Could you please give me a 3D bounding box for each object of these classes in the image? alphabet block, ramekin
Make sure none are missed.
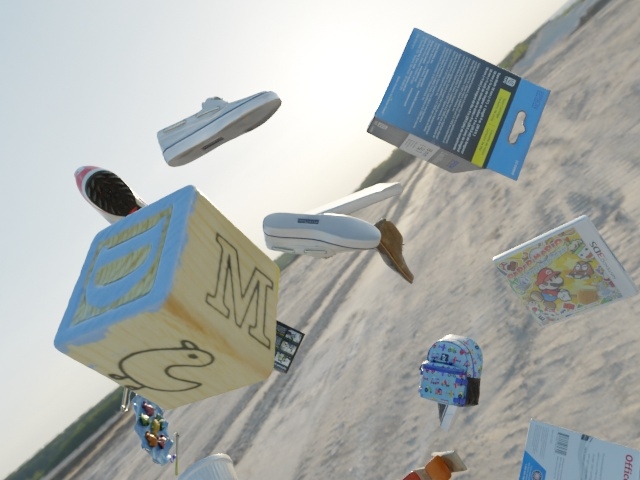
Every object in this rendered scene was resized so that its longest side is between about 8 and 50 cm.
[{"bbox_3d":[-0.187,0.080,0.696,0.192,0.197,0.194,-22,43,24],"label":"alphabet block"},{"bbox_3d":[-0.370,0.824,1.750,0.207,0.109,0.207,-24,-42,-23],"label":"ramekin"}]

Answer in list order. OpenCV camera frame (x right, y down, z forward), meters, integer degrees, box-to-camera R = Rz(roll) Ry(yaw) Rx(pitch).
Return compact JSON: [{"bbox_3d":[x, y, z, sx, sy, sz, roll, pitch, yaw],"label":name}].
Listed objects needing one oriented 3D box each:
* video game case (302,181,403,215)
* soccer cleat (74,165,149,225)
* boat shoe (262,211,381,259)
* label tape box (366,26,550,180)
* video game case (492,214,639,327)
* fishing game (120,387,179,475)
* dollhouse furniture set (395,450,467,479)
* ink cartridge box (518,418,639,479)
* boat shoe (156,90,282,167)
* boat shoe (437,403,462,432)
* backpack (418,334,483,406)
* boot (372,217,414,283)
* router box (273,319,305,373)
[{"bbox_3d":[0.066,-0.105,1.611,0.328,0.036,0.300,-22,7,-2],"label":"video game case"},{"bbox_3d":[-0.464,-0.062,1.276,0.116,0.318,0.109,26,69,41],"label":"soccer cleat"},{"bbox_3d":[0.000,0.000,1.181,0.096,0.267,0.088,-80,-8,-55],"label":"boat shoe"},{"bbox_3d":[0.302,-0.286,1.172,0.106,0.333,0.241,119,176,-77],"label":"label tape box"},{"bbox_3d":[0.537,0.077,1.168,0.227,0.206,0.026,-33,9,39],"label":"video game case"},{"bbox_3d":[-0.403,0.452,1.285,0.041,0.264,0.189,-24,27,-1],"label":"fishing game"},{"bbox_3d":[0.211,0.547,0.933,0.261,0.259,0.135,-28,-12,-30],"label":"dollhouse furniture set"},{"bbox_3d":[0.473,0.435,0.971,0.140,0.190,0.082,-63,-29,-30],"label":"ink cartridge box"},{"bbox_3d":[-0.202,-0.238,1.024,0.258,0.084,0.095,-27,-8,-1],"label":"boat shoe"},{"bbox_3d":[0.379,0.427,1.556,0.108,0.102,0.302,-28,-50,-47],"label":"boat shoe"},{"bbox_3d":[0.346,0.340,1.396,0.116,0.174,0.158,12,-4,-44],"label":"backpack"},{"bbox_3d":[0.279,0.044,1.928,0.115,0.305,0.112,-46,33,-9],"label":"boot"},{"bbox_3d":[-0.154,0.304,1.582,0.133,0.178,0.046,-63,-1,-21],"label":"router box"}]
